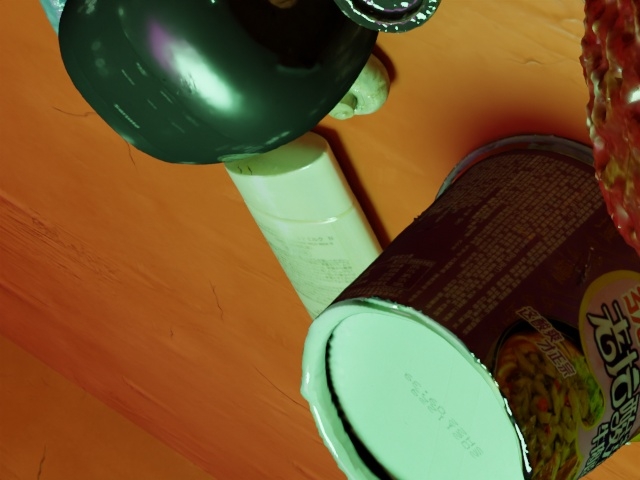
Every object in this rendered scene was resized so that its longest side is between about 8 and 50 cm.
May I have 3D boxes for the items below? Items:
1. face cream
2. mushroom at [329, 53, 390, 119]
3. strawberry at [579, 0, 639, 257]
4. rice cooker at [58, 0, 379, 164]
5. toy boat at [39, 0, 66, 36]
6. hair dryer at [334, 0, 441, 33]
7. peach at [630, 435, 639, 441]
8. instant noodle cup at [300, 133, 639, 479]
[{"bbox_3d":[0.000,0.000,1.559,0.173,0.081,0.348,14,147,38],"label":"face cream"},{"bbox_3d":[0.028,-0.155,1.262,0.083,0.067,0.083,13,153,7],"label":"mushroom"},{"bbox_3d":[0.306,-0.110,0.775,0.291,0.310,0.292,3,169,1],"label":"strawberry"},{"bbox_3d":[-0.084,-0.202,1.128,0.267,0.267,0.224,46,148,-17],"label":"rice cooker"},{"bbox_3d":[-0.236,-0.241,1.418,0.215,0.123,0.330,17,147,37],"label":"toy boat"},{"bbox_3d":[0.128,-0.261,0.905,0.090,0.135,0.278,46,138,-16],"label":"hair dryer"},{"bbox_3d":[0.308,0.137,1.349,0.179,0.103,0.179,30,158,14],"label":"peach"},{"bbox_3d":[0.162,0.107,1.174,0.339,0.266,0.340,24,131,31],"label":"instant noodle cup"}]
